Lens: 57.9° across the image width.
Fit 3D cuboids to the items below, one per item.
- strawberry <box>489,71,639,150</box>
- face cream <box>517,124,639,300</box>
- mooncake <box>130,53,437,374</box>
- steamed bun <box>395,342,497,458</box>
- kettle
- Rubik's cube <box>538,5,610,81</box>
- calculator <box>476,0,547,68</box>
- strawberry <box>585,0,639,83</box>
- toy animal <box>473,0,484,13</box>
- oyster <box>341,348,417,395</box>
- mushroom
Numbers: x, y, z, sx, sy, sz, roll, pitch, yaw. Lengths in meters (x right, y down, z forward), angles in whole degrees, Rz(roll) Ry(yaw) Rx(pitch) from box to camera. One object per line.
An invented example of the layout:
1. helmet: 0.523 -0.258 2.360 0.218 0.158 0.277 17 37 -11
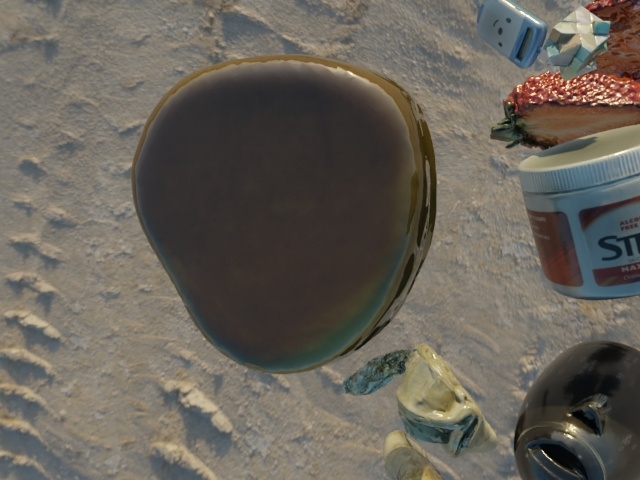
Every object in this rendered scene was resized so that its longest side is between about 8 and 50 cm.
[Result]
1. strawberry: 0.461 -0.253 1.091 0.286 0.188 0.106 -3 72 41
2. face cream: 0.389 -0.039 0.785 0.200 0.201 0.187 -15 101 19
3. mooncake: -0.018 -0.032 0.439 0.234 0.117 0.235 1 92 22
4. steamed bun: 0.231 0.340 1.150 0.144 0.211 0.218 -36 131 -1
5. kettle: 0.384 0.317 0.869 0.207 0.290 0.269 30 119 31
6. Rubik's cube: 0.346 -0.258 0.782 0.084 0.075 0.073 -45 74 -2
7. calculator: 0.453 -0.499 1.376 0.210 0.039 0.121 53 153 30
8. strawberry: 0.620 -0.431 1.143 0.233 0.234 0.178 16 66 14
9. toy animal: 0.390 -0.749 1.451 0.269 0.326 0.237 40 93 -5
10. oyster: 0.086 0.180 0.824 0.037 0.100 0.098 57 150 4
11. mushroom: 0.084 0.216 0.530 0.054 0.202 0.059 -43 87 0
